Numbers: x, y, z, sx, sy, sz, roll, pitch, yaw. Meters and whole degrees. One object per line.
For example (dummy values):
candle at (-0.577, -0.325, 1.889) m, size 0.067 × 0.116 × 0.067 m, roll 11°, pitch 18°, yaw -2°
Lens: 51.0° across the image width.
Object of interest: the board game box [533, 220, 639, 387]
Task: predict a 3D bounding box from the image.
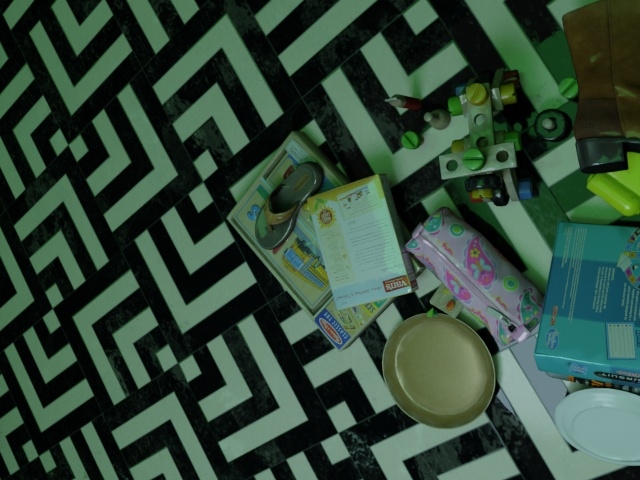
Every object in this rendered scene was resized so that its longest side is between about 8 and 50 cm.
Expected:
board game box at (0.535, 0.107, 1.065) m, size 0.335 × 0.079 × 0.254 m, roll 6°, pitch 63°, yaw 28°

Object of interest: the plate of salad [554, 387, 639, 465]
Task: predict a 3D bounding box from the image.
plate of salad at (0.513, 0.320, 1.171) m, size 0.199 × 0.048 × 0.200 m, roll 17°, pitch 134°, yaw 18°

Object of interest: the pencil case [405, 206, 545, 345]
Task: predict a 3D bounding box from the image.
pencil case at (0.291, 0.067, 1.250) m, size 0.284 × 0.124 × 0.124 m, roll 48°, pitch 115°, yaw 17°

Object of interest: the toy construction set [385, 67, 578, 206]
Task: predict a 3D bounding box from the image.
toy construction set at (0.250, -0.195, 1.174) m, size 0.308 × 0.237 × 0.258 m, roll 22°, pitch 106°, yaw 26°

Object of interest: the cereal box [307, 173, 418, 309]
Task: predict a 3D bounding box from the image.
cereal box at (0.082, 0.005, 1.341) m, size 0.173 × 0.047 × 0.240 m, roll -16°, pitch 88°, yaw 29°

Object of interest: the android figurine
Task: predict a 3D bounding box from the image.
android figurine at (0.564, -0.154, 1.110) m, size 0.273 × 0.056 × 0.248 m, roll 44°, pitch 114°, yaw 20°

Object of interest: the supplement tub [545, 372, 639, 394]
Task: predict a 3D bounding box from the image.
supplement tub at (0.491, 0.197, 1.153) m, size 0.190 × 0.117 × 0.117 m, roll 8°, pitch 100°, yaw 29°

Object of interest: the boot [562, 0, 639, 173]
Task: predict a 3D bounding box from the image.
boot at (0.530, -0.258, 1.059) m, size 0.264 × 0.096 × 0.281 m, roll -6°, pitch 79°, yaw 31°

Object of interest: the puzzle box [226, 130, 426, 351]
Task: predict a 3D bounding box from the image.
puzzle box at (0.000, 0.000, 1.443) m, size 0.409 × 0.052 × 0.272 m, roll 48°, pitch 116°, yaw 16°

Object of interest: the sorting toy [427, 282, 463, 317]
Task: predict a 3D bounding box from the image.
sorting toy at (0.246, 0.124, 1.317) m, size 0.062 × 0.012 × 0.083 m, roll 32°, pitch 81°, yaw 28°

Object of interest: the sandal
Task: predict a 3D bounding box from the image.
sandal at (-0.076, -0.074, 1.412) m, size 0.090 × 0.060 × 0.219 m, roll 49°, pitch 116°, yaw 16°

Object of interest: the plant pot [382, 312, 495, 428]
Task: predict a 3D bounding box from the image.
plant pot at (0.238, 0.260, 1.351) m, size 0.236 × 0.032 × 0.237 m, roll 3°, pitch 96°, yaw 29°
